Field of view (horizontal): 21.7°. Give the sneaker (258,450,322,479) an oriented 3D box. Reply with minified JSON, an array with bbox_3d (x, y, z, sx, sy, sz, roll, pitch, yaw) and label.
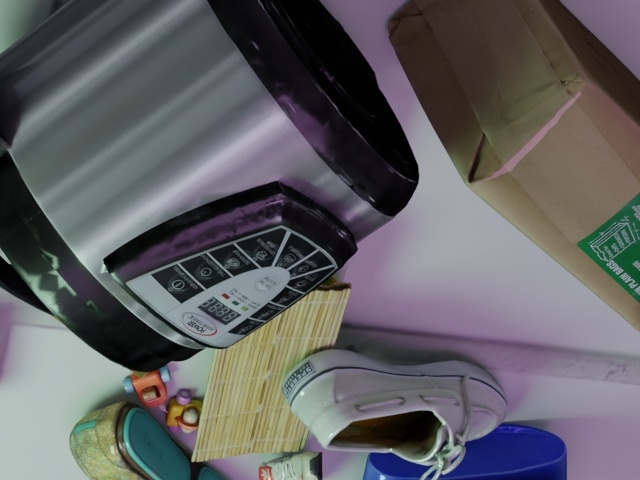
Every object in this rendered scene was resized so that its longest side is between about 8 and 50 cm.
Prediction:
[{"bbox_3d":[-0.040,0.302,2.131,0.075,0.057,0.161,0,167,-8],"label":"sneaker"}]

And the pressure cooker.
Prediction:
[{"bbox_3d":[-0.157,-0.076,1.659,0.420,0.375,0.370,-34,97,12],"label":"pressure cooker"}]

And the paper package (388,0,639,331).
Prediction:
[{"bbox_3d":[0.261,-0.111,1.774,0.168,0.309,0.325,-41,127,17],"label":"paper package"}]

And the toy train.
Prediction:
[{"bbox_3d":[-0.153,0.188,2.058,0.166,0.046,0.125,-15,129,-3],"label":"toy train"}]

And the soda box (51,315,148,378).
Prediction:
[{"bbox_3d":[-0.253,0.084,1.943,0.061,0.058,0.181,-39,126,15],"label":"soda box"}]

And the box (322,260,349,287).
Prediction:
[{"bbox_3d":[0.000,0.000,1.944,0.063,0.067,0.324,3,125,-19],"label":"box"}]

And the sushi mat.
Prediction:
[{"bbox_3d":[-0.063,0.161,1.996,0.151,0.019,0.316,-2,137,-16],"label":"sushi mat"}]

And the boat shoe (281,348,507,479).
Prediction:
[{"bbox_3d":[0.124,0.232,2.047,0.367,0.156,0.136,16,124,-46],"label":"boat shoe"}]

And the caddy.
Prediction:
[{"bbox_3d":[0.200,0.379,2.177,0.341,0.241,0.179,-4,123,-12],"label":"caddy"}]

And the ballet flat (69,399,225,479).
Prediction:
[{"bbox_3d":[-0.196,0.323,2.119,0.123,0.123,0.348,-32,128,10],"label":"ballet flat"}]
